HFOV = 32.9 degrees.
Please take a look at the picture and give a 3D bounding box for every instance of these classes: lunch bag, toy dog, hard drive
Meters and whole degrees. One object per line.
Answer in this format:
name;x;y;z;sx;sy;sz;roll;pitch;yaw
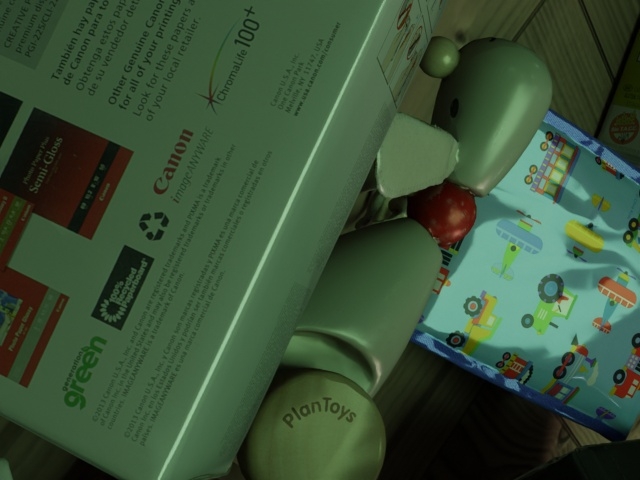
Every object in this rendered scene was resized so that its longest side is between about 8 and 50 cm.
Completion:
lunch bag;0.186;0.018;0.932;0.293;0.138;0.221;29;88;-38
toy dog;0.000;0.000;0.674;0.161;0.220;0.333;36;58;-16
hard drive;0.213;0.256;0.974;0.237;0.064;0.339;-39;153;27

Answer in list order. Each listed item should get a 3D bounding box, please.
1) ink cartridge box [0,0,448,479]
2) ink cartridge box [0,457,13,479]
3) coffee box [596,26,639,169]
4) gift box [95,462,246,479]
ink cartridge box;-0.113;-0.078;0.542;0.309;0.272;0.130;-65;168;-3
ink cartridge box;-0.279;0.259;0.390;0.395;0.285;0.166;0;139;-41
coffee box;0.537;-0.165;1.037;0.338;0.338;0.334;17;93;-47
gift box;-0.087;0.299;0.674;0.276;0.258;0.255;-39;135;-1
